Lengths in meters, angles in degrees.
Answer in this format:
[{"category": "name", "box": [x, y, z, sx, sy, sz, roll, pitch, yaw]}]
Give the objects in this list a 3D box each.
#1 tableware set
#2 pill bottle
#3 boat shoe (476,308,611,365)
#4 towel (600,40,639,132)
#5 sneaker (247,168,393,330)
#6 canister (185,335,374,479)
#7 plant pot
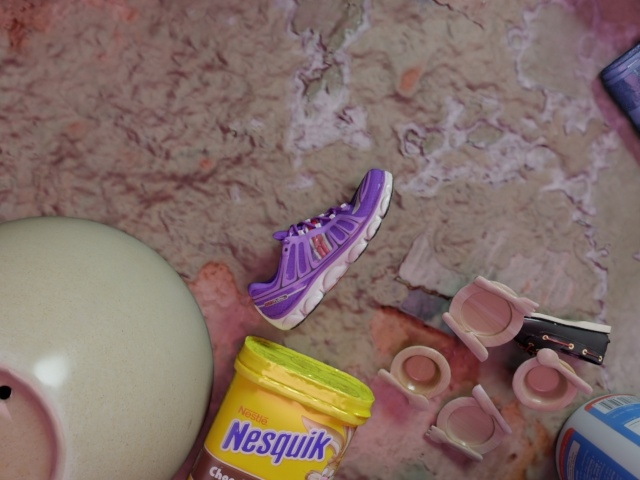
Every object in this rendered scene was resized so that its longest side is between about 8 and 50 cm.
[{"category": "tableware set", "box": [0.143, 0.122, 0.589, 0.141, 0.020, 0.168, 43, 112, -4]}, {"category": "pill bottle", "box": [0.297, 0.215, 0.532, 0.124, 0.221, 0.124, 0, 94, -5]}, {"category": "boat shoe", "box": [0.205, 0.087, 0.602, 0.133, 0.049, 0.042, 12, 85, -10]}, {"category": "towel", "box": [0.320, -0.129, 0.607, 0.067, 0.029, 0.119, -39, 97, -1]}, {"category": "sneaker", "box": [0.000, 0.000, 0.571, 0.071, 0.068, 0.170, 40, 90, -1]}, {"category": "canister", "box": [-0.044, 0.188, 0.576, 0.126, 0.073, 0.170, 24, 93, -6]}, {"category": "plant pot", "box": [-0.232, 0.127, 0.496, 0.284, 0.191, 0.284, 0, 95, -5]}]
